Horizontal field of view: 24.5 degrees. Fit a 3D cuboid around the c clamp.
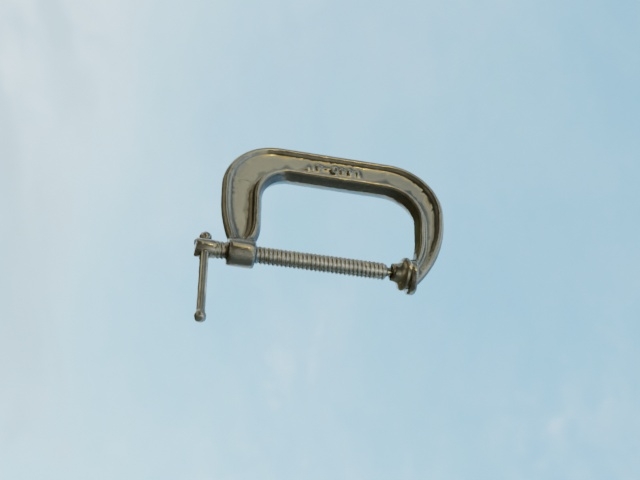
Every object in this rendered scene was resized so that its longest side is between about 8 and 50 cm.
[{"bbox_3d":[0.000,0.000,0.884,0.022,0.161,0.137,108,-19,-48],"label":"c clamp"}]
